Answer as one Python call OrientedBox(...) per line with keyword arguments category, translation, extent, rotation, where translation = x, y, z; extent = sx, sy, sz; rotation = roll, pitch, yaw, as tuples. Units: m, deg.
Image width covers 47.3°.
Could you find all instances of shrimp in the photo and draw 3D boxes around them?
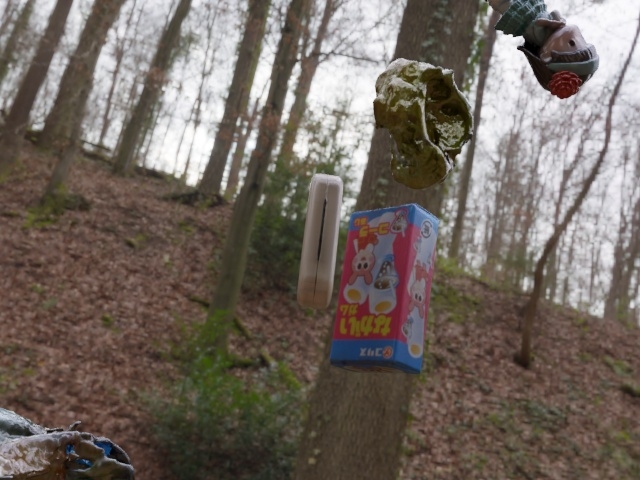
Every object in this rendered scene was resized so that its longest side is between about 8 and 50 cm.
OrientedBox(category="shrimp", translation=(-0.439, 0.277, 0.976), extent=(0.445, 0.110, 0.221), rotation=(29, -9, -38))

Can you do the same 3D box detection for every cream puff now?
OrientedBox(category="cream puff", translation=(0.224, -0.248, 1.531), extent=(0.185, 0.282, 0.282), rotation=(-8, -26, 20))

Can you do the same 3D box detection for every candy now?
OrientedBox(category="candy", translation=(0.121, 0.093, 1.373), extent=(0.157, 0.306, 0.100), rotation=(-7, -25, 41))

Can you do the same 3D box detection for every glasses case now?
OrientedBox(category="glasses case", translation=(0.000, 0.000, 1.043), extent=(0.050, 0.196, 0.083), rotation=(6, -24, 1))

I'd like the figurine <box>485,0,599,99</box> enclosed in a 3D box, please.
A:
OrientedBox(category="figurine", translation=(0.400, -0.369, 1.335), extent=(0.245, 0.138, 0.110), rotation=(51, -25, 8))
